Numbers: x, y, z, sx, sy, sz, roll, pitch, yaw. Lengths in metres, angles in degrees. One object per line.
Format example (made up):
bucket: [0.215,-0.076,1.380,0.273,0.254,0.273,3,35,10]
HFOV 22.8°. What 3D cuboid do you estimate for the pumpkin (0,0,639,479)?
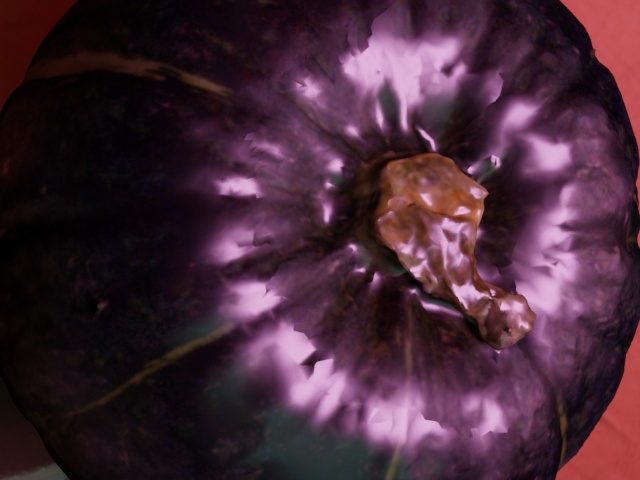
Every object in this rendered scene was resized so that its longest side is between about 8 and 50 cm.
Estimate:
pumpkin: [0.000,0.000,0.745,0.323,0.323,0.241,-3,171,-17]

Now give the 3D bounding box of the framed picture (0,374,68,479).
framed picture: [-0.227,0.091,0.934,0.281,0.019,0.209,-15,133,-7]
